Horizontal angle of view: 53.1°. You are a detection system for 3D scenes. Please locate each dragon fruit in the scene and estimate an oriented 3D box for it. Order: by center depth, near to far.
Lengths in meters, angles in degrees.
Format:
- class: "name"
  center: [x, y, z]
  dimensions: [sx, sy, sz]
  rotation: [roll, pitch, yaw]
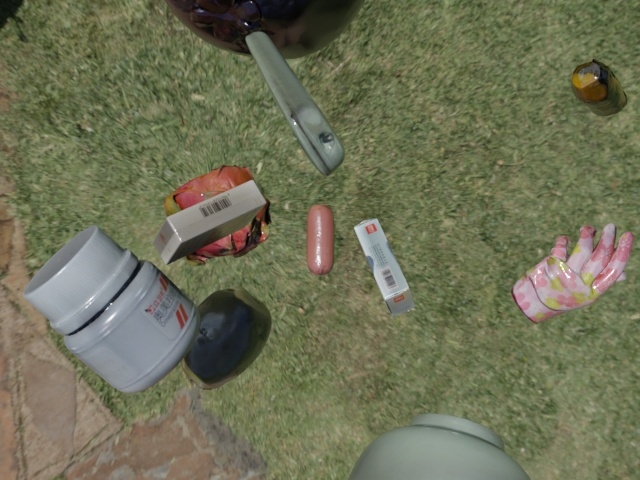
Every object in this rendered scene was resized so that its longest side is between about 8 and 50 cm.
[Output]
- class: "dragon fruit"
  center: [-0.276, -0.048, 1.810]
  dimensions: [0.305, 0.305, 0.226]
  rotation: [-25, 76, -7]

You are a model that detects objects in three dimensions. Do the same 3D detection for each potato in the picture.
- class: "potato"
  center: [-0.289, 0.286, 1.934]
  dimensions: [0.326, 0.220, 0.243]
  rotation: [-44, 143, -33]

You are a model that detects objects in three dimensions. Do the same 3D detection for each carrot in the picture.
- class: "carrot"
  center: [0.553, -0.298, 1.273]
  dimensions: [0.173, 0.082, 0.082]
  rotation: [20, 89, -49]

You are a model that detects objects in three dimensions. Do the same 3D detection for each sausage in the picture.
- class: "sausage"
  center: [0.000, 0.000, 1.390]
  dimensions: [0.062, 0.062, 0.154]
  rotation: [3, 76, -9]

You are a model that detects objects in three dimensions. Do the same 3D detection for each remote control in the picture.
- class: "remote control"
  center: [-0.037, -0.174, 0.755]
  dimensions: [0.038, 0.310, 0.090]
  rotation: [-33, 127, 6]

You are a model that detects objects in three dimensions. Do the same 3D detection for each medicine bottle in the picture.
- class: "medicine bottle"
  center: [-0.432, 0.143, 1.345]
  dimensions: [0.245, 0.245, 0.306]
  rotation: [-44, 114, -5]

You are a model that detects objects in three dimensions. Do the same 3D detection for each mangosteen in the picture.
- class: "mangosteen"
  center: [-0.082, -0.515, 1.069]
  dimensions: [0.381, 0.382, 0.435]
  rotation: [26, 60, -9]

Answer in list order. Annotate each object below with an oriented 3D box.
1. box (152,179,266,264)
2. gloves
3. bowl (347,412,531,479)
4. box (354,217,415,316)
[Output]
- class: "box"
  center: [-0.219, -0.035, 1.265]
  dimensions: [0.201, 0.141, 0.058]
  rotation: [-29, 84, -33]
- class: "gloves"
  center: [0.501, 0.065, 1.248]
  dimensions: [0.241, 0.126, 0.145]
  rotation: [-39, 90, 26]
- class: "bowl"
  center: [0.223, 0.427, 1.131]
  dimensions: [0.353, 0.354, 0.185]
  rotation: [27, 59, -9]
- class: "box"
  center: [0.187, 0.076, 1.877]
  dimensions: [0.079, 0.135, 0.270]
  rotation: [-23, 57, 3]
